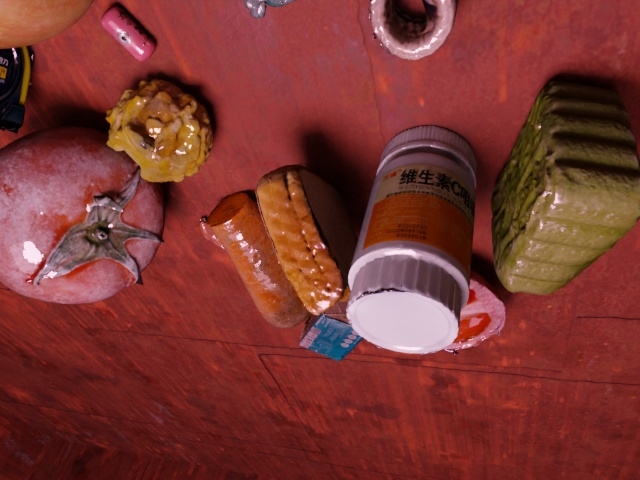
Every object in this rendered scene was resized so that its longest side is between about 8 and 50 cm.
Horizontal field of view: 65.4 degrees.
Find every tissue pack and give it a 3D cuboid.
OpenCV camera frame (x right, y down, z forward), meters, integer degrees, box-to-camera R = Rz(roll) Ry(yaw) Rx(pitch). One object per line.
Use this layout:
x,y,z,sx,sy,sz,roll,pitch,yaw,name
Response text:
0.035,0.198,1.158,0.120,0.082,0.169,23,139,-7,tissue pack

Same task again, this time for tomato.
-0.437,-0.044,0.887,0.282,0.317,0.317,19,147,40,tomato
0.246,0.109,0.961,0.199,0.112,0.228,-17,128,24,tomato

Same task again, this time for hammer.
-0.286,-0.306,0.742,0.043,0.043,0.083,-22,124,37,hammer

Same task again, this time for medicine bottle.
0.136,-0.009,0.708,0.158,0.318,0.158,11,139,10,medicine bottle

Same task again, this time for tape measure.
-0.541,-0.274,0.764,0.112,0.199,0.186,17,95,12,tape measure

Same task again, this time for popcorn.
-0.262,-0.176,0.814,0.173,0.142,0.173,5,155,2,popcorn

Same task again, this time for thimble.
0.109,-0.283,0.586,0.102,0.090,0.115,-21,128,36,thimble

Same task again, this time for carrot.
-0.109,0.052,1.007,0.138,0.139,0.302,-9,131,28,carrot

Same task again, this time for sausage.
-0.195,0.005,1.063,0.158,0.036,0.042,36,112,-20,sausage

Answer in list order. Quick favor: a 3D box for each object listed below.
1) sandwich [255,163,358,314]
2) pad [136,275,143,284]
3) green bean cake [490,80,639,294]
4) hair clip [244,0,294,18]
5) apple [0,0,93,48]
-0.001,0.000,0.793,0.087,0.226,0.251,-23,170,14,sandwich
-0.549,0.053,1.270,0.190,0.004,0.127,15,140,4,pad
0.312,-0.058,0.665,0.124,0.222,0.248,9,142,8,green bean cake
0.048,-0.374,0.527,0.358,0.110,0.095,-23,165,33,hair clip
-0.399,-0.356,0.583,0.256,0.234,0.257,11,143,9,apple
